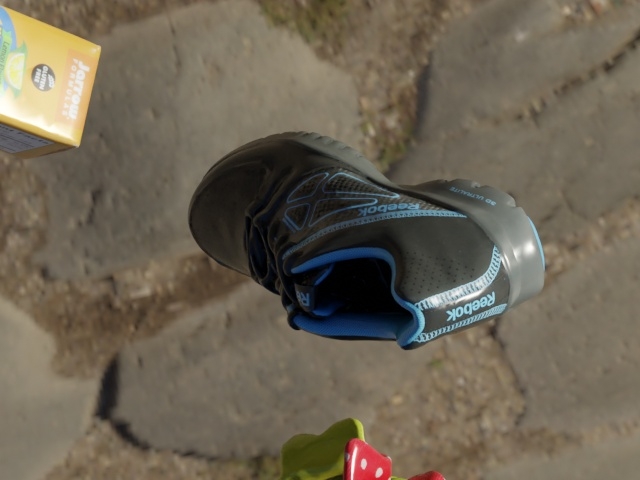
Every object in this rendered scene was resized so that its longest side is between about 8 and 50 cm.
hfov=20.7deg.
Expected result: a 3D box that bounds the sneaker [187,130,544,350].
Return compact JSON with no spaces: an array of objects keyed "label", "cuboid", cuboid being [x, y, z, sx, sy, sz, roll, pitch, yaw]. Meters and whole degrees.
[{"label":"sneaker","cuboid":[0.000,0.000,1.334,0.139,0.341,0.125,-30,117,-38]}]

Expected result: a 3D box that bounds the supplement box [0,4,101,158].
[{"label":"supplement box","cuboid":[-0.255,-0.122,1.084,0.233,0.078,0.080,19,164,-38]}]

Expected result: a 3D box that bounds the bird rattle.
[{"label":"bird rattle","cuboid":[0.031,0.261,1.449,0.143,0.253,0.207,23,95,-11]}]
